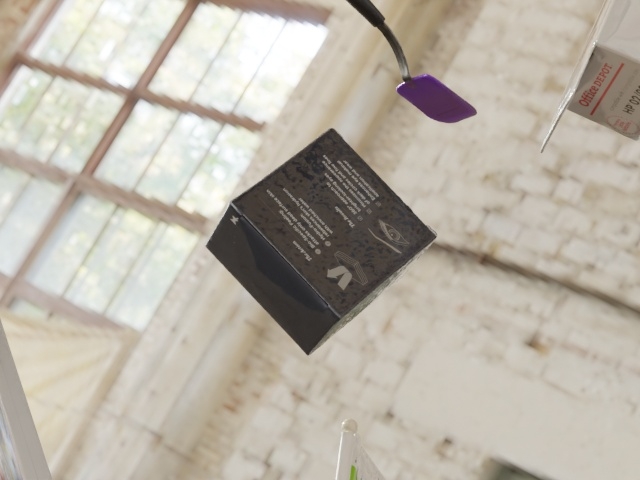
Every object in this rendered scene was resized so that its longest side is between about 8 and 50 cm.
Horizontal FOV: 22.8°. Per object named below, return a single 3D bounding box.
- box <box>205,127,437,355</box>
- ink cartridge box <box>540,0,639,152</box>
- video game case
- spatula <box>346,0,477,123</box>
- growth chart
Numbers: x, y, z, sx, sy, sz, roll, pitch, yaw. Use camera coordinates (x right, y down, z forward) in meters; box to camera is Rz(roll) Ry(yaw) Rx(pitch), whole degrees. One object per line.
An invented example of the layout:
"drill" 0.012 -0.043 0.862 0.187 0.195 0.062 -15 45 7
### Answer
"box" 0.000 0.000 1.577 0.156 0.158 0.093 47 -36 7
"ink cartridge box" 0.211 -0.137 1.032 0.061 0.181 0.104 25 -17 4
"video game case" -0.279 0.217 1.482 0.285 0.025 0.204 99 -29 -53
"spatula" 0.087 -0.260 2.069 0.296 0.030 0.084 50 -32 -14
"growth chart" 0.053 0.285 1.569 0.021 0.172 0.237 -8 -33 18
